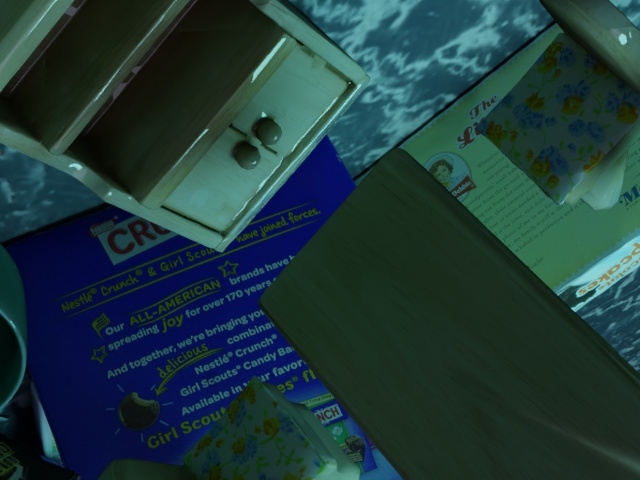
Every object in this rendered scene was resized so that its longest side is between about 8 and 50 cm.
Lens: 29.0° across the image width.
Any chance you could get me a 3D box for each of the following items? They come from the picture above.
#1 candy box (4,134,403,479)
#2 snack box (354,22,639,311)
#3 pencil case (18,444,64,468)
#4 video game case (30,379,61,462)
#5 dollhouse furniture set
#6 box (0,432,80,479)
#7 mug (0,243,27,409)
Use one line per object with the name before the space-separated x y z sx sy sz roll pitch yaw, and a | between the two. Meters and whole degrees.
candy box | -0.049 0.109 0.867 0.268 0.317 0.122 -21 153 -11
snack box | 0.142 -0.021 0.970 0.322 0.187 0.060 -38 151 15
pencil case | -0.288 0.214 0.987 0.119 0.133 0.306 -15 151 22
video game case | -0.144 0.125 1.063 0.206 0.026 0.227 -20 162 -18
dollhouse furniture set | 0.000 0.000 0.633 0.362 0.394 0.256 -49 148 10
box | -0.311 0.118 0.578 0.073 0.293 0.295 -69 167 15
mug | -0.252 0.035 0.781 0.129 0.097 0.158 0 126 -15
